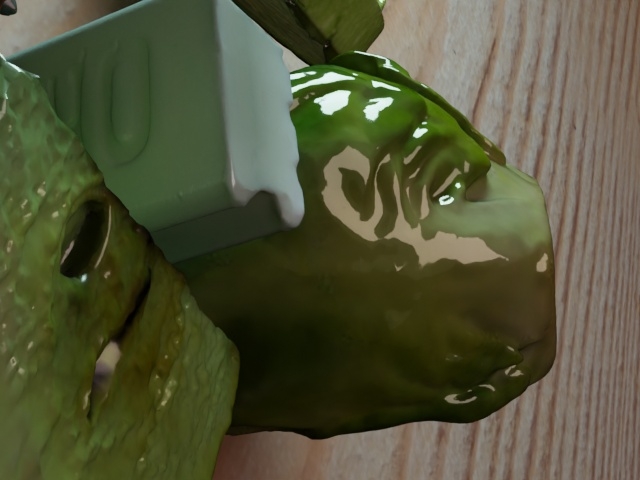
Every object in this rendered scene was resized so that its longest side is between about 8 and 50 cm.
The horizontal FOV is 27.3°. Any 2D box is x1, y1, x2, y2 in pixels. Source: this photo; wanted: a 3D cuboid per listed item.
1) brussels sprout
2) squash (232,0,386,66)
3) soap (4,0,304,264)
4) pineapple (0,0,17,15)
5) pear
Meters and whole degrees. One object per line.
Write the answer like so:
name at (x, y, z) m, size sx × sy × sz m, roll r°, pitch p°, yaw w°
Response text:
brussels sprout at (0.000, 0.002, 0.786) m, size 0.259 × 0.294 × 0.227 m, roll -82°, pitch 177°, yaw -74°
squash at (-0.021, -0.211, 0.891) m, size 0.220 × 0.133 × 0.220 m, roll 50°, pitch 2°, yaw -3°
soap at (-0.111, -0.042, 0.656) m, size 0.066 × 0.198 × 0.119 m, roll 23°, pitch 56°, yaw -57°
pineapple at (-0.198, -0.158, 0.632) m, size 0.158 × 0.158 × 0.278 m, roll 63°, pitch 17°, yaw -19°
pear at (-0.170, 0.099, 0.503) m, size 0.286 × 0.176 × 0.282 m, roll 60°, pitch 34°, yaw -56°
